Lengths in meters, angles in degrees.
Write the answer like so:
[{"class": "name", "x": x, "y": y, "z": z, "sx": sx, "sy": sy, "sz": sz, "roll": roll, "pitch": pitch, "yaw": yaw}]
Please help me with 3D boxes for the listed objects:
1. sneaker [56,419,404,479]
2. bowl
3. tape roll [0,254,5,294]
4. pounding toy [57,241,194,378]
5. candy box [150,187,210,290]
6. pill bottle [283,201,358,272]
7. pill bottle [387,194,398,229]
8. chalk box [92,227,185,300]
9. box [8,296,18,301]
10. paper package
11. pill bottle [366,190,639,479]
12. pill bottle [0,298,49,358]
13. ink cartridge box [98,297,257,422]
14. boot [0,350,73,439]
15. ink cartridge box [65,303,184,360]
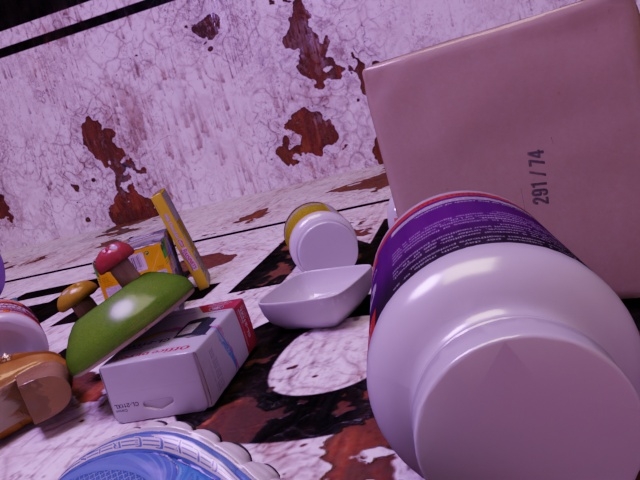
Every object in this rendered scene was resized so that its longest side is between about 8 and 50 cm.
[{"class": "sneaker", "x": -0.067, "y": 0.188, "z": 0.341, "sx": 0.330, "sy": 0.129, "sz": 0.147, "roll": -6, "pitch": 12, "yaw": 35}, {"class": "bowl", "x": -0.001, "y": 0.083, "z": 0.931, "sx": 0.142, "sy": 0.053, "sz": 0.142, "roll": -8, "pitch": 14, "yaw": 30}, {"class": "tape roll", "x": -0.743, "y": 0.059, "z": 1.326, "sx": 0.189, "sy": 0.189, "sz": 0.080, "roll": -10, "pitch": 12, "yaw": 22}, {"class": "pounding toy", "x": -0.271, "y": 0.076, "z": 0.847, "sx": 0.183, "sy": 0.110, "sz": 0.237, "roll": -38, "pitch": 7, "yaw": -19}, {"class": "candy box", "x": -0.276, "y": -0.004, "z": 1.303, "sx": 0.027, "sy": 0.206, "sz": 0.105, "roll": -27, "pitch": 12, "yaw": -6}, {"class": "pill bottle", "x": 0.000, "y": 0.000, "z": 1.155, "sx": 0.119, "sy": 0.119, "sz": 0.208, "roll": -16, "pitch": 11, "yaw": -4}, {"class": "pill bottle", "x": 0.222, "y": -0.045, "z": 1.119, "sx": 0.193, "sy": 0.108, "sz": 0.108, "roll": -8, "pitch": 14, "yaw": 31}, {"class": "chalk box", "x": -0.339, "y": 0.062, "z": 1.263, "sx": 0.132, "sy": 0.132, "sz": 0.213, "roll": -17, "pitch": 11, "yaw": -5}, {"class": "box", "x": -0.750, "y": 0.189, "z": 1.345, "sx": 0.244, "sy": 0.060, "sz": 0.100, "roll": -16, "pitch": 12, "yaw": -6}, {"class": "paper package", "x": 0.244, "y": -0.090, "z": 0.779, "sx": 0.309, "sy": 0.324, "sz": 0.168, "roll": -10, "pitch": 12, "yaw": 28}, {"class": "pill bottle", "x": 0.127, "y": 0.071, "z": 0.510, "sx": 0.181, "sy": 0.181, "sz": 0.323, "roll": -13, "pitch": 11, "yaw": 9}, {"class": "pill bottle", "x": -0.504, "y": 0.158, "z": 1.037, "sx": 0.121, "sy": 0.121, "sz": 0.221, "roll": -20, "pitch": 13, "yaw": -25}, {"class": "ink cartridge box", "x": -0.168, "y": 0.143, "z": 0.810, "sx": 0.127, "sy": 0.072, "sz": 0.175, "roll": -12, "pitch": 12, "yaw": 14}, {"class": "boot", "x": -0.454, "y": 0.216, "z": 0.806, "sx": 0.295, "sy": 0.104, "sz": 0.211, "roll": -17, "pitch": 5, "yaw": -27}, {"class": "ink cartridge box", "x": -0.326, "y": 0.140, "z": 1.092, "sx": 0.179, "sy": 0.045, "sz": 0.145, "roll": -13, "pitch": 11, "yaw": -1}]
